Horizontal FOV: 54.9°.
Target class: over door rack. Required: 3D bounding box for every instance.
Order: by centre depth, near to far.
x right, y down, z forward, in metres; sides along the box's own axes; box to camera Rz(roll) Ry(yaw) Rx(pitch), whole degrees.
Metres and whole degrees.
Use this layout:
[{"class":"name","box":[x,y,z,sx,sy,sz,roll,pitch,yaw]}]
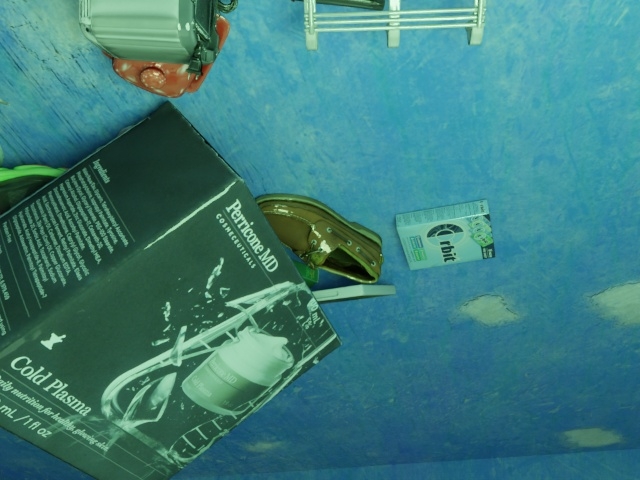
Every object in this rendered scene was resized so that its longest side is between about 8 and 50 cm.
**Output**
[{"class":"over door rack","box":[0.090,-0.397,0.734,0.239,0.108,0.324,-1,129,3]}]

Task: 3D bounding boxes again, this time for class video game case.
[{"class":"video game case","box":[0.037,0.122,1.371,0.206,0.026,0.227,-10,172,23]}]

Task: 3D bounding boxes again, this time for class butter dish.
[{"class":"butter dish","box":[-0.232,-0.266,0.888,0.159,0.118,0.160,21,139,-23]}]

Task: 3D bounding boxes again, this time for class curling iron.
[{"class":"curling iron","box":[-0.047,-0.336,0.853,0.274,0.035,0.068,0,106,-5]}]

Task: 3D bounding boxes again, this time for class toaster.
[{"class":"toaster","box":[-0.205,-0.309,0.762,0.146,0.227,0.129,3,180,8]}]

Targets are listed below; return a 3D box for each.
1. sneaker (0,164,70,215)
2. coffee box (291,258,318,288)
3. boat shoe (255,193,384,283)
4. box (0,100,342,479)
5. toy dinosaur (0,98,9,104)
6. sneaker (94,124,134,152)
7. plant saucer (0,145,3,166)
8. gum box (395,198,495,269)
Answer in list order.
[{"class":"sneaker","box":[-0.570,-0.027,1.091,0.482,0.202,0.185,-1,174,-13]},{"class":"coffee box","box":[-0.109,0.076,1.403,0.184,0.040,0.113,21,139,-24]},{"class":"boat shoe","box":[0.000,0.000,1.246,0.307,0.104,0.111,18,140,-21]},{"class":"box","box":[-0.286,0.119,1.050,0.471,0.297,0.480,-38,138,-9]},{"class":"toy dinosaur","box":[-0.637,-0.281,0.910,0.160,0.121,0.313,-32,129,19]},{"class":"sneaker","box":[-0.357,-0.149,1.088,0.134,0.070,0.051,-23,134,28]},{"class":"plant saucer","box":[-0.677,-0.164,1.104,0.194,0.037,0.195,1,144,1]},{"class":"gum box","box":[0.262,-0.008,1.281,0.184,0.041,0.157,-9,142,15]}]
